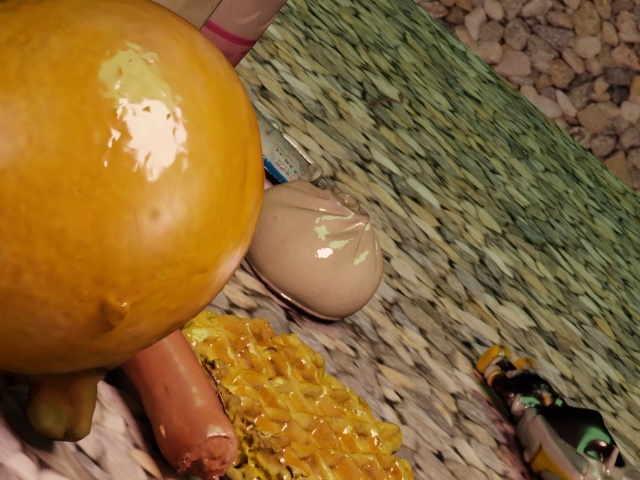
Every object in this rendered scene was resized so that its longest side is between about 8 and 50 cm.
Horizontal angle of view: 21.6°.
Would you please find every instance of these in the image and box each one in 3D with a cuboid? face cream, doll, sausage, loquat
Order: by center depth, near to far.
[{"bbox_3d":[-0.205,-0.025,1.261,0.328,0.328,0.359,-11,99,-67],"label":"loquat"},{"bbox_3d":[-0.160,0.081,1.445,0.078,0.078,0.304,13,36,-57],"label":"sausage"},{"bbox_3d":[0.282,0.227,1.983,0.145,0.103,0.316,53,2,-37],"label":"doll"},{"bbox_3d":[-0.155,-0.280,2.019,0.175,0.195,0.175,37,21,-17],"label":"face cream"}]

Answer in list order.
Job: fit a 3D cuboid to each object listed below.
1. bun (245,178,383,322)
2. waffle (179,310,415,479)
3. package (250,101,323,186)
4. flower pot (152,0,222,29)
[{"bbox_3d":[0.000,0.000,1.867,0.173,0.120,0.173,36,21,-16],"label":"bun"},{"bbox_3d":[-0.013,0.188,1.540,0.307,0.060,0.312,35,19,-22],"label":"waffle"},{"bbox_3d":[-0.069,-0.124,2.128,0.171,0.027,0.173,46,19,-5],"label":"package"},{"bbox_3d":[-0.227,-0.251,1.719,0.290,0.259,0.290,37,21,-16],"label":"flower pot"}]
